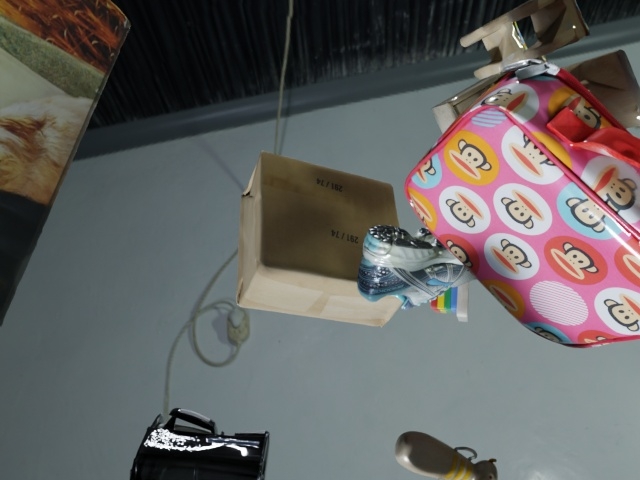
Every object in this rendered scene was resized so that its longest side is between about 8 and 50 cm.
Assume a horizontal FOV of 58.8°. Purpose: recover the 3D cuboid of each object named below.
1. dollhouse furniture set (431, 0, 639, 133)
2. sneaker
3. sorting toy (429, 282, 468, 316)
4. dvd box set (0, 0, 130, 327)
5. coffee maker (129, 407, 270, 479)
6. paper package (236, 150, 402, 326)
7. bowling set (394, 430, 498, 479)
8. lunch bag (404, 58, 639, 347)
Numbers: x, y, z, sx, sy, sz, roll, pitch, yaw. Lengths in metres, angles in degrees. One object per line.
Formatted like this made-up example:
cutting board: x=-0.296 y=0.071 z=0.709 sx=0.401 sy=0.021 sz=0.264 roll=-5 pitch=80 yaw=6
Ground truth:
dollhouse furniture set: x=0.427 y=-0.256 z=1.026 sx=0.256 sy=0.394 sz=0.362 roll=-32 pitch=102 yaw=-14
sneaker: x=0.166 y=0.049 z=0.936 sx=0.283 sy=0.122 sz=0.110 roll=6 pitch=22 yaw=-37
sorting toy: x=0.321 y=0.063 z=1.395 sx=0.089 sy=0.257 sz=0.256 roll=2 pitch=80 yaw=15
dvd box set: x=-0.268 y=-0.072 z=0.170 sx=0.062 sy=0.420 sz=0.308 roll=13 pitch=78 yaw=26
coffee maker: x=-0.166 y=0.336 z=0.800 sx=0.178 sy=0.120 sz=0.171 roll=6 pitch=38 yaw=2
paper package: x=0.000 y=0.000 z=1.206 sx=0.324 sy=0.168 sz=0.310 roll=10 pitch=53 yaw=-19
bowling set: x=0.132 y=0.425 z=0.745 sx=0.154 sy=0.200 sz=0.287 roll=24 pitch=107 yaw=-8
lunch bag: x=0.246 y=-0.030 z=0.584 sx=0.293 sy=0.258 sz=0.120 roll=46 pitch=66 yaw=3
